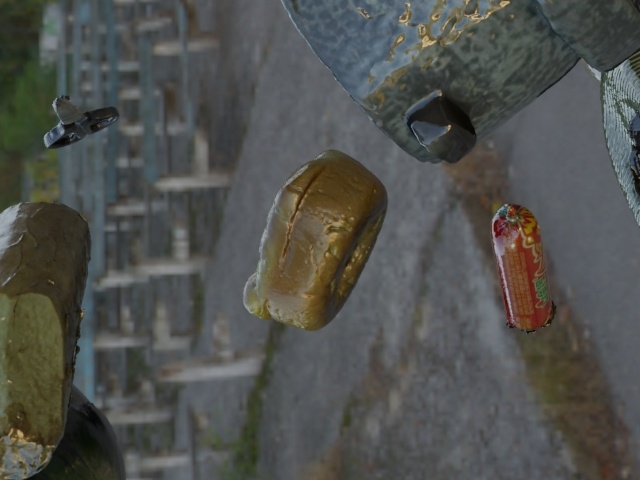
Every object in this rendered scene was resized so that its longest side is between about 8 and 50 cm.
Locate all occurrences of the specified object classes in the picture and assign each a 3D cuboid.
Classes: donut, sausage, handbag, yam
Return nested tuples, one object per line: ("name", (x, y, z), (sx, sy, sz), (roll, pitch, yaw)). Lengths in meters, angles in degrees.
("donut", (0.000, 0.000, 1.807), (0.208, 0.128, 0.261), (-39, -27, -58))
("sausage", (0.280, 0.033, 1.807), (0.264, 0.083, 0.083), (69, -170, -52))
("handbag", (0.522, -0.145, 1.760), (0.340, 0.247, 0.240), (74, -169, -45))
("yam", (-0.250, 0.075, 1.060), (0.259, 0.106, 0.106), (-95, 9, -54))

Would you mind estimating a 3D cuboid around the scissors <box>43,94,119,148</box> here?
("scissors", (-0.320, -0.158, 1.652), (0.022, 0.109, 0.300), (64, 176, 2))

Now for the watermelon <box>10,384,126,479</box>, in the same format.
("watermelon", (-0.394, 0.274, 1.382), (0.363, 0.363, 0.363), (179, 90, -80))

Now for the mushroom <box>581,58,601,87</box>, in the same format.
("mushroom", (0.508, -0.314, 1.978), (0.204, 0.204, 0.204), (179, 90, -80))

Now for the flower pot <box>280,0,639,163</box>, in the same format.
("flower pot", (0.124, -0.231, 0.972), (0.299, 0.283, 0.299), (47, -160, -23))
